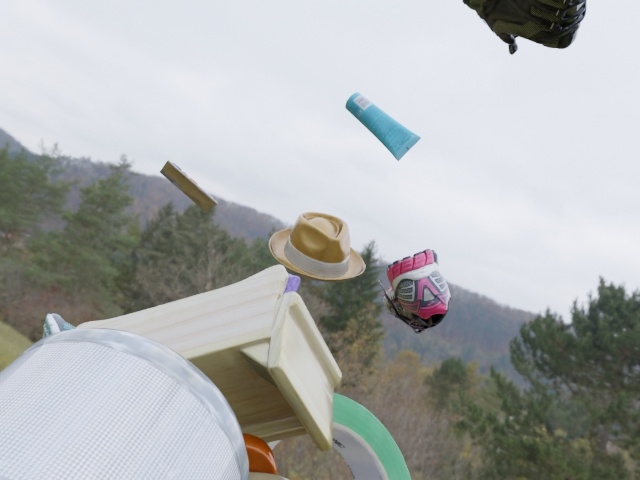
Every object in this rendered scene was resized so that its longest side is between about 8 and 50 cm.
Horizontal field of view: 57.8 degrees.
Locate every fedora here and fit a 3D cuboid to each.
[{"bbox_3d":[0.000,0.000,1.051,0.194,0.079,0.194,11,25,-5],"label":"fedora"}]

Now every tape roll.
[{"bbox_3d":[-0.013,0.373,0.794,0.321,0.322,0.077,25,-34,-22],"label":"tape roll"}]

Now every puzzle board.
[{"bbox_3d":[-0.270,-0.111,1.187,0.128,0.011,0.096,42,-20,-14],"label":"puzzle board"}]

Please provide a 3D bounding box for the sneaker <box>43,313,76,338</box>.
[{"bbox_3d":[-0.382,0.167,0.909,0.076,0.065,0.166,-3,28,-43],"label":"sneaker"}]

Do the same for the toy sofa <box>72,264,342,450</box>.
[{"bbox_3d":[-0.165,0.178,0.721,0.362,0.177,0.150,-17,-58,14],"label":"toy sofa"}]

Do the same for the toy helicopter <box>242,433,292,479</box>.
[{"bbox_3d":[-0.005,0.379,0.619,0.354,0.235,0.140,22,2,-10],"label":"toy helicopter"}]

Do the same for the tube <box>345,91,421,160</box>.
[{"bbox_3d":[0.150,-0.292,1.453,0.207,0.080,0.052,45,8,20],"label":"tube"}]

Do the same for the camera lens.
[{"bbox_3d":[-0.187,0.209,0.391,0.219,0.220,0.274,21,28,5],"label":"camera lens"}]

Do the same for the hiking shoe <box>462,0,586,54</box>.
[{"bbox_3d":[0.252,-0.263,0.602,0.114,0.086,0.227,44,-9,-18],"label":"hiking shoe"}]

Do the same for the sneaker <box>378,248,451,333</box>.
[{"bbox_3d":[0.181,0.121,1.079,0.120,0.112,0.299,-21,-23,5],"label":"sneaker"}]
